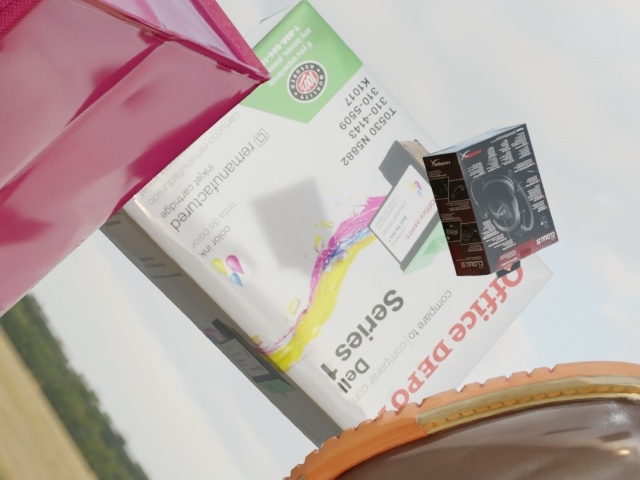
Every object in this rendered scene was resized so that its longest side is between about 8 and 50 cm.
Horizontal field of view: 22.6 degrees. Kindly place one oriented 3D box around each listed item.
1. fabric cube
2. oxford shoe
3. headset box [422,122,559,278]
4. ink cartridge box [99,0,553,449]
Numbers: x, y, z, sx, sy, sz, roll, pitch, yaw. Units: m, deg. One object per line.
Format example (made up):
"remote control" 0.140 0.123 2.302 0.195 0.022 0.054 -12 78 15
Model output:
"fabric cube" -0.232 -0.114 0.833 0.254 0.258 0.259 55 14 16
"oxford shoe" 0.004 0.182 0.622 0.130 0.363 0.133 47 12 -33
"headset box" 0.102 -0.020 0.940 0.032 0.062 0.083 -4 -74 52
"ink cartridge box" 0.000 0.000 1.155 0.278 0.201 0.117 46 -16 -13
